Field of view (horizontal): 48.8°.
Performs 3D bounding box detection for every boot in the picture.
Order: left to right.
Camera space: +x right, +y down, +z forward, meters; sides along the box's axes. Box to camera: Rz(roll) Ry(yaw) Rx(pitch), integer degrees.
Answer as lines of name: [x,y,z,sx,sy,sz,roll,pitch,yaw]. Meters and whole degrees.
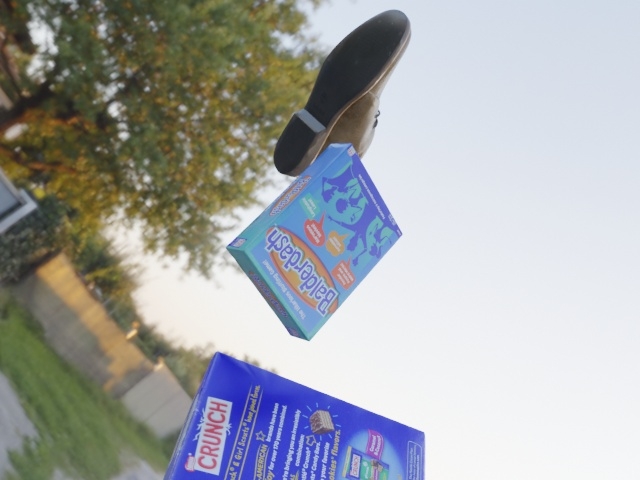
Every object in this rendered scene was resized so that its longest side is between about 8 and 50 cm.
boot: [0.053,-0.217,1.108,0.115,0.305,0.112,18,29,-40]

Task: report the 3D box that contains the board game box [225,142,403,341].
board game box: [0.000,0.000,0.916,0.047,0.210,0.160,9,-41,52]

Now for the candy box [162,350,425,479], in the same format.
candy box: [-0.035,0.316,0.883,0.317,0.268,0.122,24,-55,-7]
